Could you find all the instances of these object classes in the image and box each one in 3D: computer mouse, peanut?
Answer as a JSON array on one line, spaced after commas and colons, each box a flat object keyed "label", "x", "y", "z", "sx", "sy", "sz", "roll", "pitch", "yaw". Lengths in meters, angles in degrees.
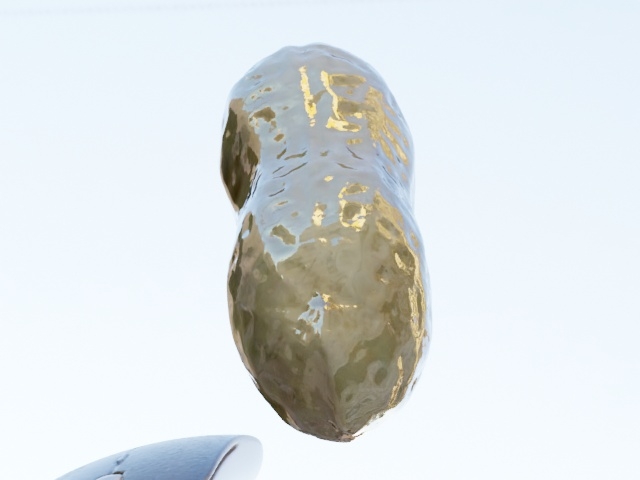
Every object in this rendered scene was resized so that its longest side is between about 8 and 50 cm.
[{"label": "computer mouse", "x": -0.108, "y": 0.157, "z": 1.078, "sx": 0.126, "sy": 0.056, "sz": 0.245, "roll": -15, "pitch": -1, "yaw": 10}, {"label": "peanut", "x": 0.000, "y": 0.000, "z": 0.915, "sx": 0.111, "sy": 0.274, "sz": 0.125, "roll": -5, "pitch": -51, "yaw": 2}]
